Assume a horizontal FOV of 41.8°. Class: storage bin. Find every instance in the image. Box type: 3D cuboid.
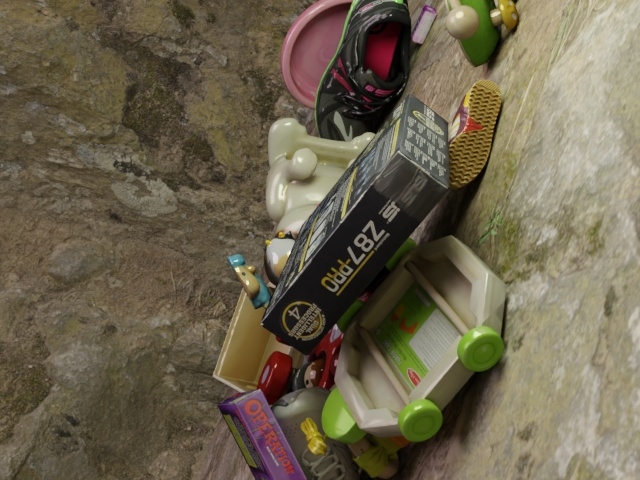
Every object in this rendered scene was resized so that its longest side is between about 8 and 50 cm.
[{"bbox_3d":[-0.098,0.239,1.947,0.262,0.123,0.261,14,85,54],"label":"storage bin"}]

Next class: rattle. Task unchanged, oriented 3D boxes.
[{"bbox_3d":[0.106,0.264,1.259,0.143,0.130,0.199,-56,-16,8],"label":"rattle"}]

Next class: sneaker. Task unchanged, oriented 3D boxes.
[{"bbox_3d":[0.107,-0.395,2.107,0.202,0.185,0.483,-108,26,-52],"label":"sneaker"},{"bbox_3d":[0.010,0.334,1.280,0.297,0.111,0.129,64,179,-41],"label":"sneaker"},{"bbox_3d":[0.237,-0.161,1.343,0.084,0.069,0.186,115,178,-81],"label":"sneaker"}]

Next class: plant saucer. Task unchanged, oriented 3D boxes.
[{"bbox_3d":[0.046,-0.499,2.199,0.084,0.332,0.332,59,135,45],"label":"plant saucer"}]

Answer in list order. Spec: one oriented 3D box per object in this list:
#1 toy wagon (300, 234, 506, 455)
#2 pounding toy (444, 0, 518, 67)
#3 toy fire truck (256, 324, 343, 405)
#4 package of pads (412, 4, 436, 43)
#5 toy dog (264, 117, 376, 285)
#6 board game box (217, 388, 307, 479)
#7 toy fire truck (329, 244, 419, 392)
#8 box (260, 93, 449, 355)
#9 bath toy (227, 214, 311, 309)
[{"bbox_3d":[0.101,0.156,1.137,0.344,0.068,0.267,-53,31,12],"label":"toy wagon"},{"bbox_3d":[0.274,-0.399,1.391,0.237,0.110,0.183,6,-109,-65],"label":"pounding toy"},{"bbox_3d":[0.014,0.202,1.541,0.254,0.169,0.302,129,161,-58],"label":"toy fire truck"},{"bbox_3d":[0.248,-0.519,2.014,0.050,0.032,0.083,-90,21,-54],"label":"package of pads"},{"bbox_3d":[-0.017,-0.041,1.874,0.408,0.284,0.395,-92,23,-59],"label":"toy dog"},{"bbox_3d":[-0.045,0.386,1.243,0.347,0.056,0.208,63,166,3],"label":"board game box"},{"bbox_3d":[0.099,0.137,1.340,0.217,0.158,0.247,136,140,-68],"label":"toy fire truck"},{"bbox_3d":[0.063,-0.044,1.278,0.318,0.097,0.395,-53,6,21],"label":"box"},{"bbox_3d":[0.000,0.000,1.612,0.348,0.129,0.151,-29,-1,-9],"label":"bath toy"}]
